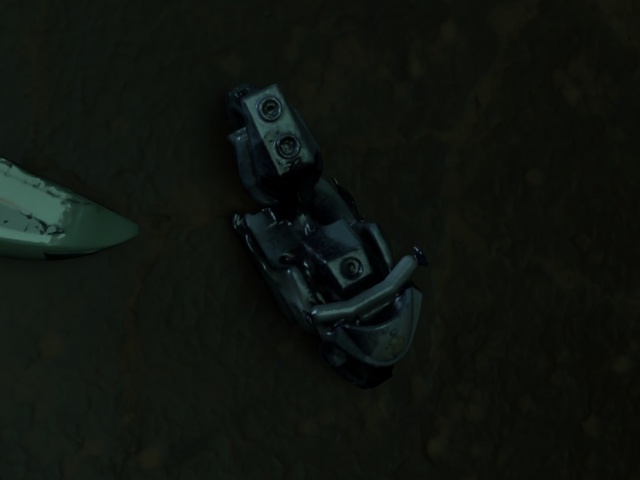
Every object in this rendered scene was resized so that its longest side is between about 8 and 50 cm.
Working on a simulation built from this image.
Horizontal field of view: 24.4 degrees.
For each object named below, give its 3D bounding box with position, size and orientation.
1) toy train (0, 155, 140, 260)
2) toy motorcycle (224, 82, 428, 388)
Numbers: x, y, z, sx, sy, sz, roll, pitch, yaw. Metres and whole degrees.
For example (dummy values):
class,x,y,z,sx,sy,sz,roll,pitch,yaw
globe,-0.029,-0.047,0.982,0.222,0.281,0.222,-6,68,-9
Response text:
class,x,y,z,sx,sy,sz,roll,pitch,yaw
toy train,-0.328,-0.058,1.082,0.407,0.086,0.088,26,80,-19
toy motorcycle,0.000,0.000,1.169,0.106,0.159,0.270,-27,100,-16
